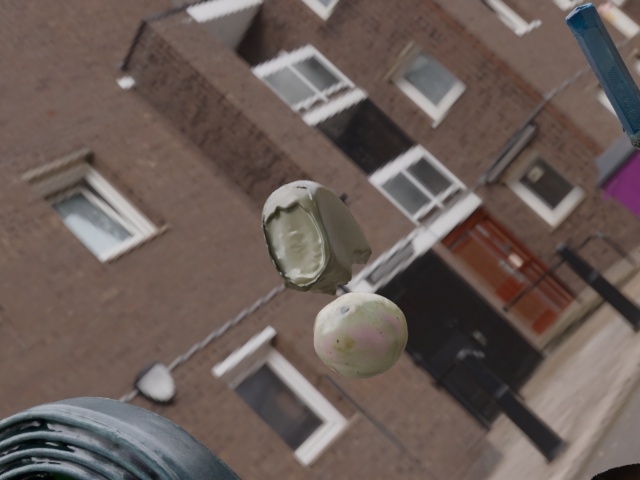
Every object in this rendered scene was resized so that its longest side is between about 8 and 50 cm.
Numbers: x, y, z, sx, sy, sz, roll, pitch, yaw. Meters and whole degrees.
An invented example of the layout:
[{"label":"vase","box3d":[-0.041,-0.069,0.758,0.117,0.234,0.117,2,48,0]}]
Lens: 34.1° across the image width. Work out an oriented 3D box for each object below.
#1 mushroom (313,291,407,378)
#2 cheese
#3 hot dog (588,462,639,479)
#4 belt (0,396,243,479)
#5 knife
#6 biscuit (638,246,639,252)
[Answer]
[{"label":"mushroom","box3d":[0.036,0.081,0.915,0.083,0.083,0.067,-53,9,32]},{"label":"cheese","box3d":[0.000,0.000,1.510,0.091,0.175,0.202,-27,-22,23]},{"label":"hot dog","box3d":[0.342,0.265,0.860,0.107,0.326,0.194,104,-173,-67]},{"label":"belt","box3d":[-0.134,0.222,0.686,0.206,0.267,0.116,-61,-15,7]},{"label":"knife","box3d":[0.320,-0.168,1.111,0.044,0.026,0.296,-26,-34,19]},{"label":"biscuit","box3d":[0.322,-0.077,0.808,0.237,0.026,0.131,-52,3,2]}]
